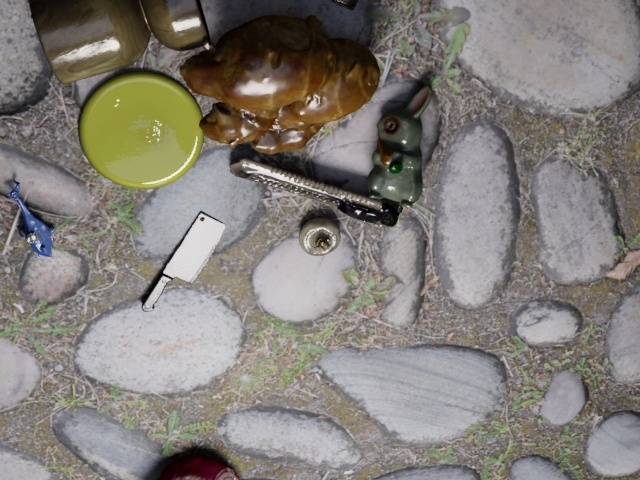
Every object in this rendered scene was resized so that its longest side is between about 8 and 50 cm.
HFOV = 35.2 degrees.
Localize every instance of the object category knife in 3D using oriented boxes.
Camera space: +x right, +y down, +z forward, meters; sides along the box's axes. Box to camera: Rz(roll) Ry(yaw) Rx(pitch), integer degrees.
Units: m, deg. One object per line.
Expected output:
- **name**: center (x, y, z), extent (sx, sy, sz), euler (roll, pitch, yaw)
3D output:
- **knife**: center (-0.275, 0.054, 2.028), extent (0.072, 0.019, 0.245), euler (29, 108, -23)
- **knife**: center (-0.007, -0.087, 1.971), extent (0.365, 0.043, 0.089), euler (17, 143, -16)

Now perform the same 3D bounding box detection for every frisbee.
- **frisbee**: center (-0.333, -0.201, 1.884), extent (0.236, 0.017, 0.236), euler (-4, 118, -8)

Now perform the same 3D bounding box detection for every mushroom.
- **mushroom**: center (0.000, 0.000, 2.008), extent (0.085, 0.079, 0.085), euler (-4, 124, -6)

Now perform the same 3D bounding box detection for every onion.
- **onion**: center (-0.292, 0.590, 2.205), extent (0.207, 0.216, 0.206), euler (-14, 108, 15)

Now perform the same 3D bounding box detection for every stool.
- **stool**: center (-0.335, -0.382, 1.696), extent (0.264, 0.179, 0.179), euler (-16, 119, -2)

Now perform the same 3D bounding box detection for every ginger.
- **ginger**: center (-0.077, -0.274, 1.774), extent (0.274, 0.152, 0.357), euler (-36, 152, 32)

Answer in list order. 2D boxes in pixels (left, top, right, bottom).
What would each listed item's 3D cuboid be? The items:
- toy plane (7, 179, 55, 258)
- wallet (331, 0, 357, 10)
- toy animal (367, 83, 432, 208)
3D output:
- **toy plane**: center (-0.549, -0.037, 1.921), extent (0.062, 0.054, 0.167), euler (-34, 122, -19)
- **wallet**: center (0.052, -0.515, 1.773), extent (0.110, 0.031, 0.198), euler (19, 113, -17)
- **toy animal**: center (0.150, -0.182, 1.937), extent (0.108, 0.138, 0.236), euler (6, 92, 3)
